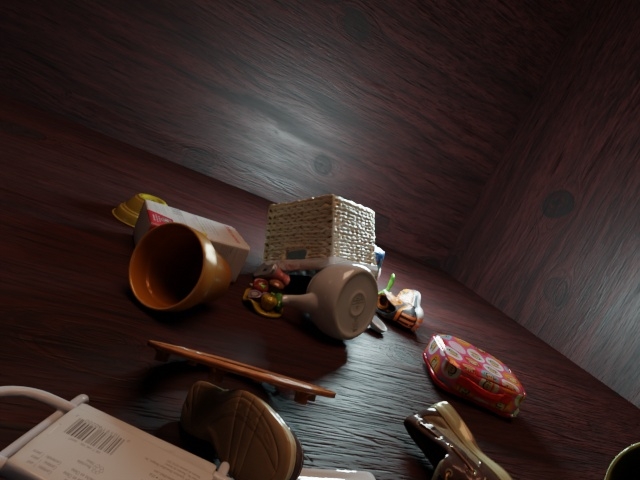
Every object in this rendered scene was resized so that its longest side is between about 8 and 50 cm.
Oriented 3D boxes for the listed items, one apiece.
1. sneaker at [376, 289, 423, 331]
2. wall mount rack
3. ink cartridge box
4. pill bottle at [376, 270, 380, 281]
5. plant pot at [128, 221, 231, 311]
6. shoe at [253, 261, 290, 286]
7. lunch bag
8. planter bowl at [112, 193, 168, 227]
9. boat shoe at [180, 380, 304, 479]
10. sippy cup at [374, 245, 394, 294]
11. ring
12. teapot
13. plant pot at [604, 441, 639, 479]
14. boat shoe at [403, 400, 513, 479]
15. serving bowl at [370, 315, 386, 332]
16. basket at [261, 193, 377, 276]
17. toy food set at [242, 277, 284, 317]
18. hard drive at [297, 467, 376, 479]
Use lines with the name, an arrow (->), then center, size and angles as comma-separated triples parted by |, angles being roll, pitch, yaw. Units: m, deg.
sneaker -> 0.322, 0.255, 1.738 | 0.180, 0.124, 0.321 | 26, 11, -2
wall mount rack -> -0.231, 0.289, 0.380 | 0.351, 0.130, 0.304 | 25, 7, 1
ink cartridge box -> -0.408, 0.003, 1.292 | 0.307, 0.131, 0.226 | 20, 11, -32
pill bottle -> 0.168, 0.132, 1.976 | 0.222, 0.124, 0.124 | 19, 13, -27
plant pot -> -0.322, 0.078, 1.015 | 0.205, 0.205, 0.188 | 30, -3, 22
shoe -> -0.166, 0.122, 1.402 | 0.081, 0.063, 0.178 | 42, -20, -18
lunch bag -> 0.485, 0.427, 1.296 | 0.293, 0.120, 0.258 | 25, 11, -4
planter bowl -> -0.614, -0.108, 1.469 | 0.217, 0.090, 0.217 | 24, 12, -5
boat shoe -> -0.108, 0.271, 0.598 | 0.092, 0.102, 0.285 | 27, -22, -36
sippy cup -> 0.157, 0.113, 1.778 | 0.306, 0.223, 0.240 | 17, 14, -38
ring -> -0.138, 0.235, 0.724 | 0.337, 0.032, 0.336 | 14, -17, 4
teapot -> 0.048, 0.174, 1.279 | 0.187, 0.252, 0.256 | 11, -33, 44
plant pot -> 0.795, 0.596, 0.911 | 0.275, 0.274, 0.294 | 35, -1, 42
boat shoe -> 0.264, 0.452, 0.773 | 0.123, 0.123, 0.342 | -9, 26, -13
serving bowl -> 0.196, 0.301, 1.472 | 0.083, 0.027, 0.083 | 39, 13, -11
basket -> 0.000, 0.000, 1.551 | 0.329, 0.266, 0.331 | -5, -9, 35
toy food set -> -0.162, 0.157, 1.264 | 0.128, 0.071, 0.218 | 23, 11, -9
hard drive -> 0.046, 0.433, 0.490 | 0.233, 0.047, 0.353 | 20, 11, -27
